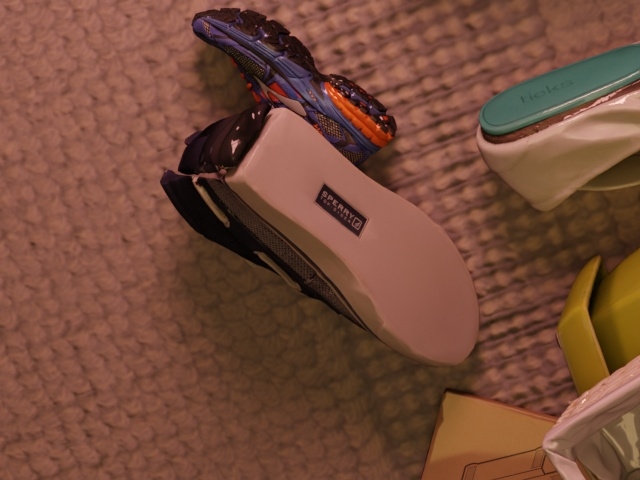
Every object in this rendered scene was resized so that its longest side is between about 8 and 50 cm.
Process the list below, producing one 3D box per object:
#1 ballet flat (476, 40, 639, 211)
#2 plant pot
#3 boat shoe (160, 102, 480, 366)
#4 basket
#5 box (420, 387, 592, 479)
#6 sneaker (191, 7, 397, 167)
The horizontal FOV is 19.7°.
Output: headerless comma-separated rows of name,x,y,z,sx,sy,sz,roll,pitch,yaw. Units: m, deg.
ballet flat,0.341,-0.140,1.698,0.400,0.139,0.139,-24,98,14
plant pot,0.343,0.104,1.690,0.207,0.227,0.228,-18,99,16
boat shoe,0.000,0.000,1.767,0.340,0.158,0.127,46,62,-25
basket,0.289,0.157,1.551,0.167,0.103,0.113,-36,92,24
box,0.200,0.249,1.832,0.201,0.021,0.164,15,103,2
sneaker,-0.037,-0.141,1.751,0.221,0.083,0.087,38,108,0
